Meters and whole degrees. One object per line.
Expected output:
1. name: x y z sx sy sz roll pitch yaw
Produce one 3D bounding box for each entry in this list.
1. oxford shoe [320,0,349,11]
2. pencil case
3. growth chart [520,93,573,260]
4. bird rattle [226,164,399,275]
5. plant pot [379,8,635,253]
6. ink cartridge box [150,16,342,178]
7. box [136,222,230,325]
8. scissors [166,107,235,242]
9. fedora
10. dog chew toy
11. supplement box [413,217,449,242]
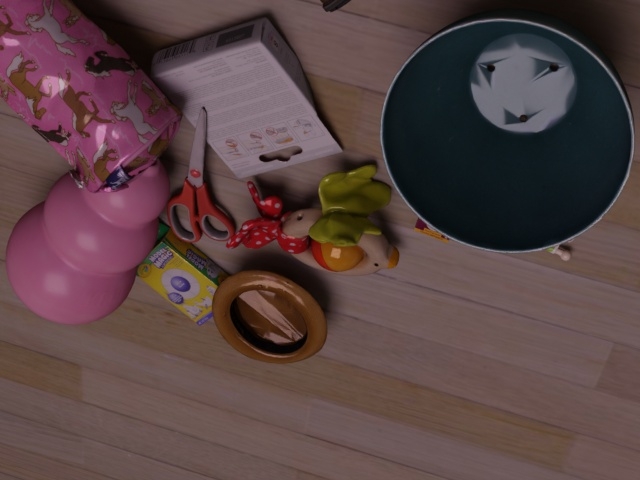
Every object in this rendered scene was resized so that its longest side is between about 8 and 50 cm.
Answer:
1. oxford shoe: 0.054 -0.374 1.355 0.096 0.083 0.227 34 121 -7
2. pencil case: -0.371 -0.236 1.539 0.386 0.167 0.160 45 148 -4
3. growth chart: 0.302 -0.086 1.550 0.171 0.021 0.237 21 133 4
4. bird rattle: 0.000 0.000 1.673 0.253 0.143 0.207 -17 138 35
5. plant pot: 0.234 -0.156 1.377 0.290 0.195 0.290 7 119 13
6. ink cartridge box: -0.099 -0.195 1.597 0.189 0.066 0.232 -12 143 28
7. box: -0.229 0.053 1.857 0.179 0.043 0.105 41 131 -14
8. scissors: -0.196 -0.092 1.701 0.109 0.021 0.297 8 142 14
9. fedora: -0.076 0.109 1.815 0.194 0.079 0.194 7 126 9
10. dog chew toy: -0.342 -0.019 1.738 0.206 0.207 0.332 35 124 -11
11. supplement box: 0.173 -0.045 1.617 0.055 0.043 0.083 21 133 5
